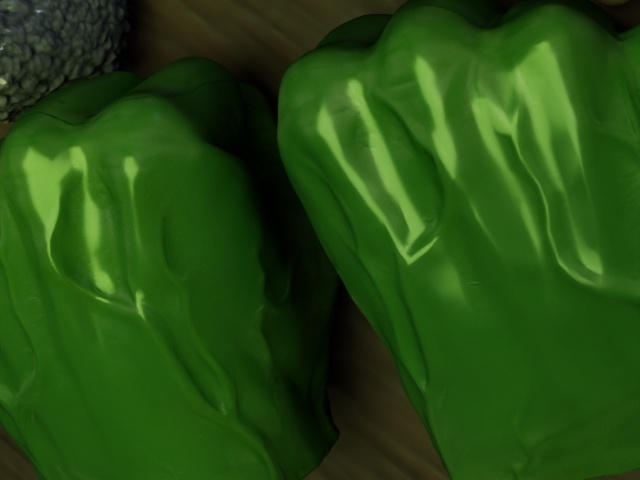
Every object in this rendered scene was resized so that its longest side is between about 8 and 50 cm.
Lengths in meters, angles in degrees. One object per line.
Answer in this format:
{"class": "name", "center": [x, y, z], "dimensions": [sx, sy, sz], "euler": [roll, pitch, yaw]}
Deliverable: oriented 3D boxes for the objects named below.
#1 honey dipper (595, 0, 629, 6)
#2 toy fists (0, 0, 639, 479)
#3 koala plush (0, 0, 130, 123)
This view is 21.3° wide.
{"class": "honey dipper", "center": [0.149, -0.059, 0.476], "dimensions": [0.160, 0.030, 0.031], "euler": [20, 113, 23]}
{"class": "toy fists", "center": [0.000, 0.000, 0.530], "dimensions": [0.279, 0.096, 0.142], "euler": [-11, 115, 28]}
{"class": "koala plush", "center": [-0.204, -0.114, 0.522], "dimensions": [0.203, 0.221, 0.196], "euler": [-1, 105, 27]}
